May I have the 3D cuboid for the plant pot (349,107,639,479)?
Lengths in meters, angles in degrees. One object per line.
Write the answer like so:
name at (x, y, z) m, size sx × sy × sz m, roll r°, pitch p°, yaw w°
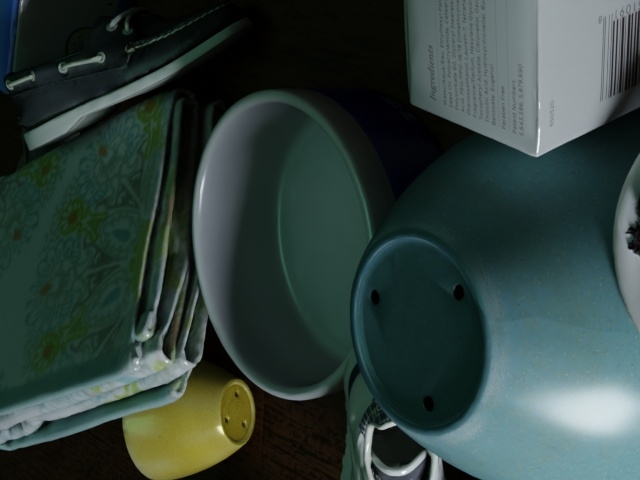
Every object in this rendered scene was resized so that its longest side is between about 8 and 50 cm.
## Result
plant pot at (0.136, 0.047, 0.836) m, size 0.290 × 0.195 × 0.290 m, roll 11°, pitch 104°, yaw 51°

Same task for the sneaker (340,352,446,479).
sneaker at (0.062, 0.198, 0.992) m, size 0.095 × 0.090 × 0.235 m, roll -105°, pitch 2°, yaw -58°

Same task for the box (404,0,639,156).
box at (0.152, -0.175, 0.758) m, size 0.119 × 0.181 × 0.182 m, roll 30°, pitch 136°, yaw 45°

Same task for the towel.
towel at (-0.244, 0.037, 1.298) m, size 0.374 × 0.090 × 0.320 m, roll -20°, pitch 54°, yaw 39°

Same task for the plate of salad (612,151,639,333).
plate of salad at (0.266, 0.001, 0.697) m, size 0.200 × 0.048 × 0.200 m, roll -1°, pitch 86°, yaw 13°

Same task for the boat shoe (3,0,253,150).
boat shoe at (-0.205, -0.182, 1.252) m, size 0.302 × 0.114 × 0.091 m, roll -22°, pitch 97°, yaw 27°

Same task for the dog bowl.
dog bowl at (0.000, 0.000, 1.081) m, size 0.265 × 0.104 × 0.265 m, roll 11°, pitch 104°, yaw 51°

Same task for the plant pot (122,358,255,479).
plant pot at (-0.124, 0.177, 1.271) m, size 0.095 × 0.134 × 0.134 m, roll -6°, pitch 91°, yaw 28°

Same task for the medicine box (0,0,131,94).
medicine box at (-0.340, -0.339, 1.434) m, size 0.289 × 0.149 × 0.263 m, roll 37°, pitch 124°, yaw 44°

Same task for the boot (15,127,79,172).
boot at (-0.308, -0.028, 1.507) m, size 0.190 × 0.076 × 0.208 m, roll 119°, pitch 137°, yaw -55°
